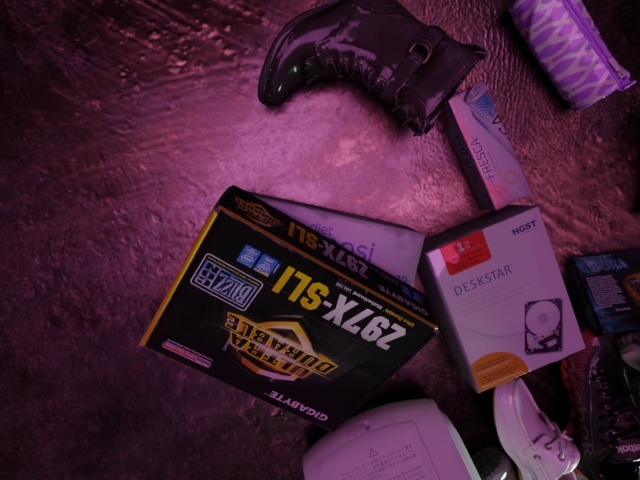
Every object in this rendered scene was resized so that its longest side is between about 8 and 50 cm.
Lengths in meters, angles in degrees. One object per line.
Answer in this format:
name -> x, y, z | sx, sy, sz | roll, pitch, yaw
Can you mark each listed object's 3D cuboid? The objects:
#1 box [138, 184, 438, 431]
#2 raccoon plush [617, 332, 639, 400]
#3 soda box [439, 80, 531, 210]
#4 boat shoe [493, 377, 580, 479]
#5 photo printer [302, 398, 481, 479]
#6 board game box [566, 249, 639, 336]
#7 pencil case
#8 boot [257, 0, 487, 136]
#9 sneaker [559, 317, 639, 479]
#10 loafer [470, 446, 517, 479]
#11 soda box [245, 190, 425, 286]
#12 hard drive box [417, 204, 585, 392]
box -> -0.046, 0.112, 0.567 | 0.321, 0.079, 0.257 | 30, 116, -13
raccoon plush -> 0.610, 0.269, 0.624 | 0.216, 0.446, 0.300 | -29, 64, 23
soda box -> 0.247, -0.139, 0.623 | 0.062, 0.058, 0.183 | -27, 98, 1
boat shoe -> 0.357, 0.326, 0.649 | 0.098, 0.096, 0.277 | -40, 109, -42
photo printer -> 0.123, 0.409, 0.600 | 0.255, 0.107, 0.308 | -26, 63, 3
board game box -> 0.505, 0.078, 0.647 | 0.186, 0.026, 0.126 | -6, 65, -2
pencil case -> 0.362, -0.289, 0.596 | 0.086, 0.088, 0.206 | -40, 96, 0
boot -> 0.067, -0.229, 0.566 | 0.263, 0.091, 0.229 | -45, 87, 7
sneaker -> 0.451, 0.266, 0.642 | 0.097, 0.135, 0.277 | -3, 95, -1
loafer -> 0.231, 0.458, 0.674 | 0.251, 0.094, 0.087 | -41, 93, 2
soda box -> 0.000, 0.000, 0.611 | 0.285, 0.091, 0.098 | 12, 98, -4
hard drive box -> 0.269, 0.085, 0.635 | 0.180, 0.089, 0.232 | -23, 97, 0
